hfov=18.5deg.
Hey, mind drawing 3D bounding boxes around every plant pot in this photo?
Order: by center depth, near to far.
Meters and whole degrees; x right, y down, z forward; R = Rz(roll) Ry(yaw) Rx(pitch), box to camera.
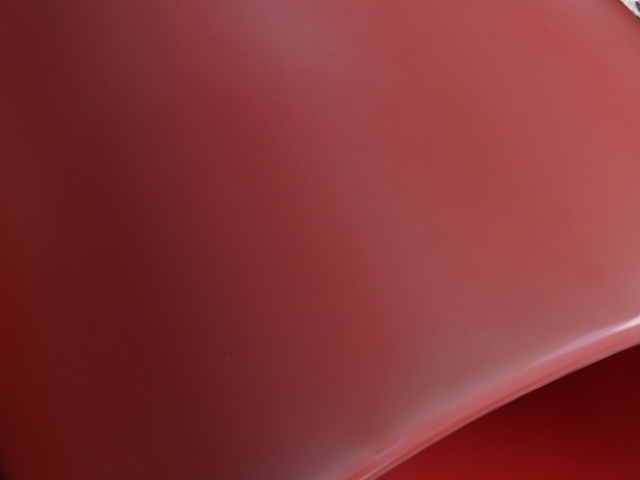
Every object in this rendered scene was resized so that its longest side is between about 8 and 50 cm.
[{"bbox_3d":[0.000,0.000,0.618,0.275,0.275,0.243,-3,54,-45],"label":"plant pot"}]

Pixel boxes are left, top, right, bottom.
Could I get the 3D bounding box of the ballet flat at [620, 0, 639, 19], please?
[{"bbox_3d":[0.182,-0.072,0.989,0.079,0.077,0.221,-37,102,-2],"label":"ballet flat"}]
